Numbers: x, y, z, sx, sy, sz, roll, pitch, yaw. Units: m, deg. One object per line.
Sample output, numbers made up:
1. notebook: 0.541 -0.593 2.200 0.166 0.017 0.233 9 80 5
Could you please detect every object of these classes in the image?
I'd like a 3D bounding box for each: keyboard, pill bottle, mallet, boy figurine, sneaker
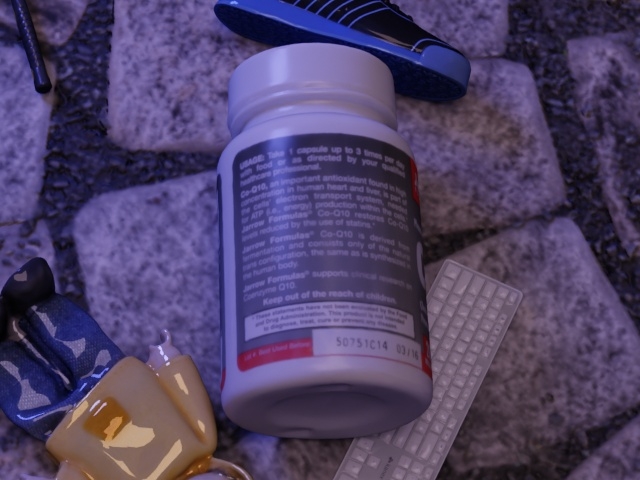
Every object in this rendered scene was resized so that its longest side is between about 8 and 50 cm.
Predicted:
1. keyboard: 0.081 0.132 1.346 0.072 0.014 0.256 27 66 4
2. pill bottle: 0.000 0.000 1.311 0.161 0.161 0.283 1 67 -7
3. mallet: -0.261 -0.218 1.424 0.039 0.062 0.189 -16 70 -13
4. boy figurine: -0.155 0.151 1.266 0.177 0.092 0.285 -40 74 -23
5. sneaker: 0.028 -0.198 1.444 0.232 0.081 0.090 21 73 3
